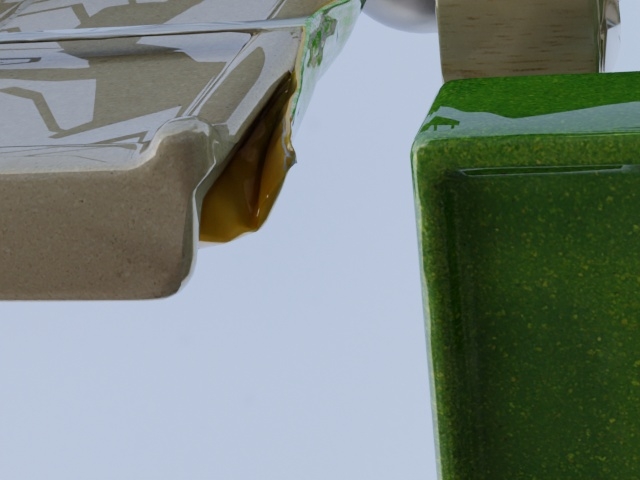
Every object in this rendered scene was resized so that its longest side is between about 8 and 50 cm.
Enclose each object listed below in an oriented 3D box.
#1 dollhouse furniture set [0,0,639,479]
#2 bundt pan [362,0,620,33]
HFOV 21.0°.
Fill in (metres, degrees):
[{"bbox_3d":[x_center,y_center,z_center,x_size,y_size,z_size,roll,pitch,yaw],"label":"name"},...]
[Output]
[{"bbox_3d":[0.000,0.000,0.549,0.301,0.197,0.151,0,-63,18],"label":"dollhouse furniture set"},{"bbox_3d":[0.104,-0.227,0.814,0.330,0.124,0.331,-17,-42,-16],"label":"bundt pan"}]
